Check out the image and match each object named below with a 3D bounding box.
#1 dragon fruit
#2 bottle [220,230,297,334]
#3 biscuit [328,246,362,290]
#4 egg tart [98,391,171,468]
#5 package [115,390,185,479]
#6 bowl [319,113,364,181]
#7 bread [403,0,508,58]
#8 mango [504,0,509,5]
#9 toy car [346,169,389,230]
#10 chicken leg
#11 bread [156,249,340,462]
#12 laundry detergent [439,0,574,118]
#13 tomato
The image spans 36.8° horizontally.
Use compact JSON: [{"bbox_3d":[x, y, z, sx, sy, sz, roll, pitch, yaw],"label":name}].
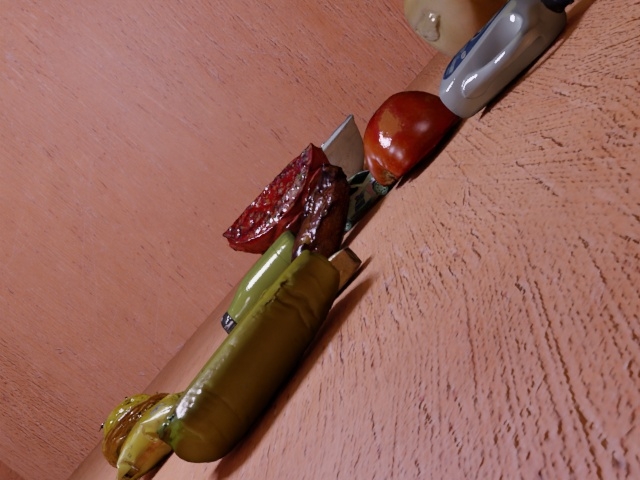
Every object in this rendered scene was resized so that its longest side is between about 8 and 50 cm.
[{"bbox_3d":[-0.042,-0.037,2.218,0.317,0.205,0.152,-47,37,11],"label":"dragon fruit"},{"bbox_3d":[-0.116,0.105,2.106,0.260,0.112,0.112,-49,6,6],"label":"bottle"},{"bbox_3d":[-0.002,0.088,1.654,0.188,0.052,0.056,-47,-10,20],"label":"biscuit"},{"bbox_3d":[-0.405,0.408,2.130,0.212,0.090,0.212,-34,-29,-22],"label":"egg tart"},{"bbox_3d":[-0.342,0.404,1.986,0.226,0.090,0.168,-50,4,-2],"label":"package"},{"bbox_3d":[0.039,-0.195,2.714,0.313,0.146,0.313,-50,7,8],"label":"bowl"},{"bbox_3d":[0.378,-0.604,2.245,0.376,0.253,0.348,-50,1,-18],"label":"bread"},{"bbox_3d":[0.432,-0.501,1.976,0.163,0.089,0.117,-48,6,26],"label":"mango"},{"bbox_3d":[0.087,-0.104,2.108,0.224,0.076,0.090,-45,6,38],"label":"toy car"},{"bbox_3d":[0.000,0.000,1.958,0.407,0.096,0.158,-76,7,-48],"label":"chicken leg"},{"bbox_3d":[-0.096,0.179,1.463,0.383,0.112,0.166,-52,3,-28],"label":"bread"},{"bbox_3d":[0.335,-0.348,1.664,0.280,0.105,0.215,-41,10,48],"label":"laundry detergent"},{"bbox_3d":[0.167,-0.219,1.922,0.200,0.139,0.233,-45,3,-19],"label":"tomato"}]
